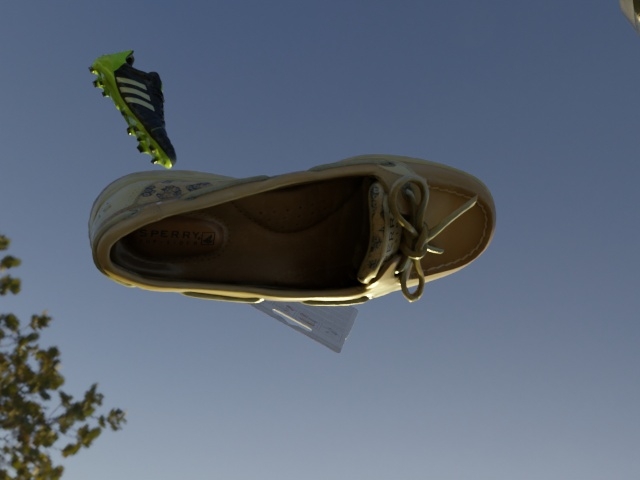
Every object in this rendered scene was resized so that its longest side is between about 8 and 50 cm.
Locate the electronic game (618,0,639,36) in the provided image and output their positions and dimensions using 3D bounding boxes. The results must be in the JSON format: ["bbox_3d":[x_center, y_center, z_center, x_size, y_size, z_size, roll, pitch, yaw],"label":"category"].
[{"bbox_3d":[0.324,-0.313,0.600,0.048,0.229,0.229,7,-51,33],"label":"electronic game"}]

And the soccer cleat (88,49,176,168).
[{"bbox_3d":[-0.221,-0.171,0.788,0.179,0.072,0.060,54,-22,13],"label":"soccer cleat"}]

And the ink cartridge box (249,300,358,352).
[{"bbox_3d":[-0.041,0.130,1.086,0.189,0.232,0.066,28,-72,4],"label":"ink cartridge box"}]

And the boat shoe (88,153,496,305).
[{"bbox_3d":[0.000,0.000,0.409,0.089,0.285,0.104,-147,-126,-68],"label":"boat shoe"}]
